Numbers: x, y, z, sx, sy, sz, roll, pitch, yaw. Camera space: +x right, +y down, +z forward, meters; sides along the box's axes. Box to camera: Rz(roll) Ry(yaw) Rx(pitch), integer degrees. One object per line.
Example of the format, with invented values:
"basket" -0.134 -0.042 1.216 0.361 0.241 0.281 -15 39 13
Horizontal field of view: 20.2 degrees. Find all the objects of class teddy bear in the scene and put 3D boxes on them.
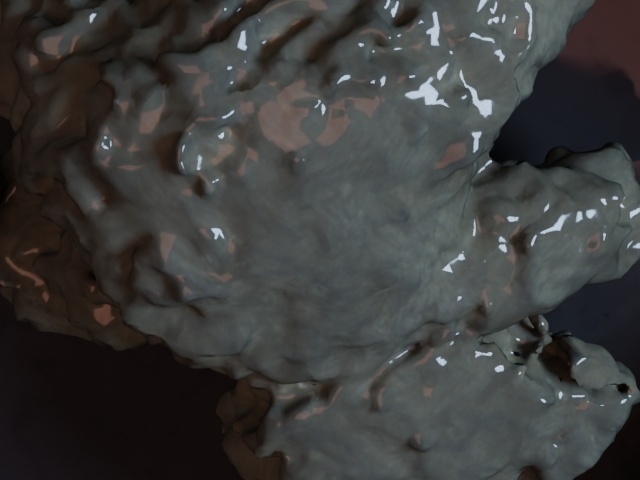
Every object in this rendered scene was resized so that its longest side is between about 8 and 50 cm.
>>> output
"teddy bear" 0.000 0.000 0.907 0.357 0.224 0.367 -7 124 11
